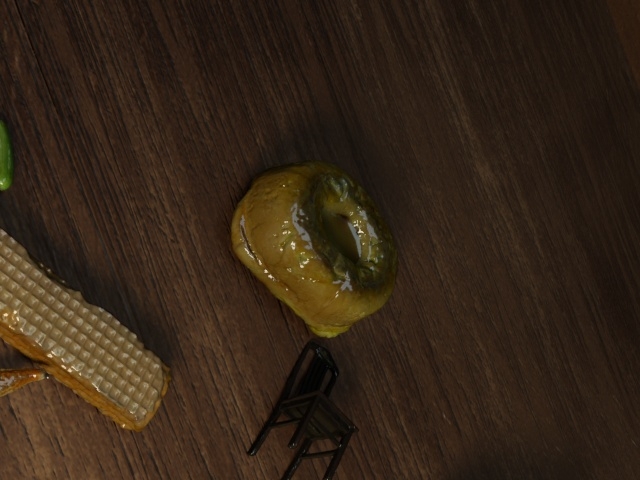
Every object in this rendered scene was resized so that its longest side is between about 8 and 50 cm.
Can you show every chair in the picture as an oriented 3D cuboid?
[{"bbox_3d":[-0.001,0.222,1.311,0.084,0.101,0.212,48,48,-21],"label":"chair"}]

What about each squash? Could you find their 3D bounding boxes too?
[{"bbox_3d":[-0.370,-0.099,1.122,0.027,0.027,0.089,12,64,-41],"label":"squash"}]

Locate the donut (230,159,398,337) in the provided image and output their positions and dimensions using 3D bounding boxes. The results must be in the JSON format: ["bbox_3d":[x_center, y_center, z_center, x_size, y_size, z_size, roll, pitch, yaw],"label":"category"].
[{"bbox_3d":[0.000,0.000,1.376,0.261,0.128,0.208,46,48,-25],"label":"donut"}]

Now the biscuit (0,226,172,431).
[{"bbox_3d":[-0.321,0.079,1.083,0.379,0.054,0.094,43,51,-25],"label":"biscuit"}]

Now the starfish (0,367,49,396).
[{"bbox_3d":[-0.406,0.179,0.973,0.138,0.050,0.247,51,54,-19],"label":"starfish"}]
